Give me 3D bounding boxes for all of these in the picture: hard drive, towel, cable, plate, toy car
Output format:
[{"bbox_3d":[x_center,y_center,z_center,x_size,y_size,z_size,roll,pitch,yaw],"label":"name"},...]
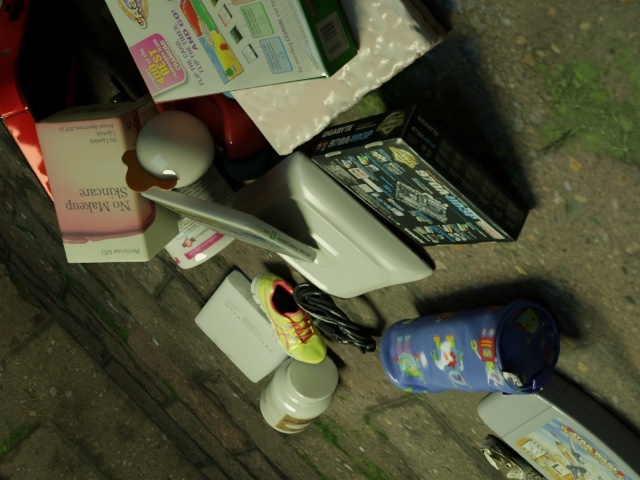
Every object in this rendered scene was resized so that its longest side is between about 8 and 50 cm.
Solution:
[{"bbox_3d":[-0.161,0.195,1.835,0.210,0.040,0.318,46,151,1],"label":"hard drive"},{"bbox_3d":[-0.047,-0.292,1.016,0.317,0.053,0.332,52,141,-9],"label":"towel"},{"bbox_3d":[0.028,0.136,1.481,0.184,0.047,0.150,30,160,44],"label":"cable"},{"bbox_3d":[0.000,0.000,1.319,0.277,0.045,0.278,40,154,-14],"label":"plate"},{"bbox_3d":[-0.209,-0.163,1.240,0.210,0.238,0.219,35,149,20],"label":"toy car"}]

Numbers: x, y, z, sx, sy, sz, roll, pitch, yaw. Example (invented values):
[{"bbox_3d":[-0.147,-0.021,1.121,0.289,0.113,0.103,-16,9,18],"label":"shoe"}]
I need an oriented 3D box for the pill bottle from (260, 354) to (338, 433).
[{"bbox_3d":[-0.041,0.309,1.728,0.131,0.131,0.229,42,151,7],"label":"pill bottle"}]

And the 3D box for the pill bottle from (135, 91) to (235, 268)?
[{"bbox_3d":[-0.262,-0.105,1.464,0.283,0.160,0.160,54,150,-14],"label":"pill bottle"}]

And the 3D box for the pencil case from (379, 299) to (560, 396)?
[{"bbox_3d":[0.212,0.164,1.219,0.306,0.119,0.133,-18,90,60],"label":"pencil case"}]

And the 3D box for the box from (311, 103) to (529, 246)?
[{"bbox_3d":[0.121,-0.070,1.042,0.220,0.051,0.175,36,158,-28],"label":"box"}]

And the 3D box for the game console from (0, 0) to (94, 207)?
[{"bbox_3d":[-0.466,-0.230,1.456,0.386,0.060,0.342,-103,0,-49],"label":"game console"}]

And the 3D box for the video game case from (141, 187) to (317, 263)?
[{"bbox_3d":[-0.136,-0.026,1.275,0.212,0.023,0.193,18,173,32],"label":"video game case"}]

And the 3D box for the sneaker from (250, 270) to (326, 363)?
[{"bbox_3d":[-0.052,0.151,1.584,0.208,0.081,0.094,53,157,-13],"label":"sneaker"}]

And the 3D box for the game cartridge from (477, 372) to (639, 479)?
[{"bbox_3d":[0.387,0.313,1.252,0.297,0.062,0.198,41,155,10],"label":"game cartridge"}]

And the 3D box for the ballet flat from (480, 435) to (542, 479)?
[{"bbox_3d":[0.322,0.384,1.439,0.114,0.041,0.041,35,149,19],"label":"ballet flat"}]

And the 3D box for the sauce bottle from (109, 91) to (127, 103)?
[{"bbox_3d":[-0.342,-0.215,1.556,0.128,0.042,0.042,56,150,-14],"label":"sauce bottle"}]

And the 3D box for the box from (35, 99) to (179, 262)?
[{"bbox_3d":[-0.331,-0.093,1.325,0.149,0.127,0.232,-2,110,15],"label":"box"}]

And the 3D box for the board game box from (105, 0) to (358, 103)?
[{"bbox_3d":[-0.133,-0.297,0.996,0.317,0.064,0.242,2,126,42],"label":"board game box"}]
